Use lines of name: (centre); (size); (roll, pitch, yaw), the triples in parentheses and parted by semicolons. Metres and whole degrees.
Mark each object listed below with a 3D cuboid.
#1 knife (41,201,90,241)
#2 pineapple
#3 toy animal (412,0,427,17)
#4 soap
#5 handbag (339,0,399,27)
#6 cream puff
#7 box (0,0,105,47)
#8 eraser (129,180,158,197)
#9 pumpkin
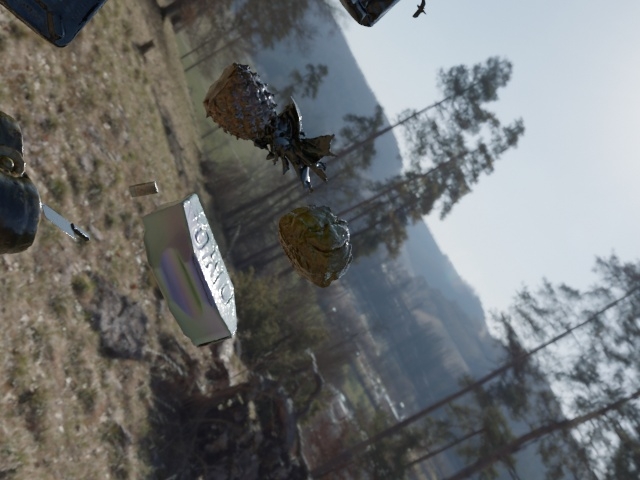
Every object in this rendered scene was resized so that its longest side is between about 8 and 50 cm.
knife: (-0.791, -0.040, 1.960); (0.072, 0.019, 0.245); (61, 1, 28)
pineapple: (-0.103, -0.263, 1.490); (0.364, 0.165, 0.166); (35, 19, -30)
toy animal: (0.380, -0.864, 2.350); (0.050, 0.084, 0.028); (27, 44, -3)
soap: (-0.401, 0.099, 1.966); (0.261, 0.156, 0.447); (-76, 148, -75)
handbag: (0.128, -0.649, 1.326); (0.178, 0.301, 0.275); (53, 9, 29)
cream puff: (-0.014, 0.010, 1.752); (0.196, 0.244, 0.244); (-41, 105, -43)
box: (-0.649, -0.650, 1.490); (0.290, 0.289, 0.073); (42, -4, -32)
eraser: (-0.555, -0.161, 1.969); (0.019, 0.083, 0.038); (-105, -176, -58)
pumpkin: (-0.690, -0.111, 1.271); (0.139, 0.221, 0.317); (-1, 60, -55)
